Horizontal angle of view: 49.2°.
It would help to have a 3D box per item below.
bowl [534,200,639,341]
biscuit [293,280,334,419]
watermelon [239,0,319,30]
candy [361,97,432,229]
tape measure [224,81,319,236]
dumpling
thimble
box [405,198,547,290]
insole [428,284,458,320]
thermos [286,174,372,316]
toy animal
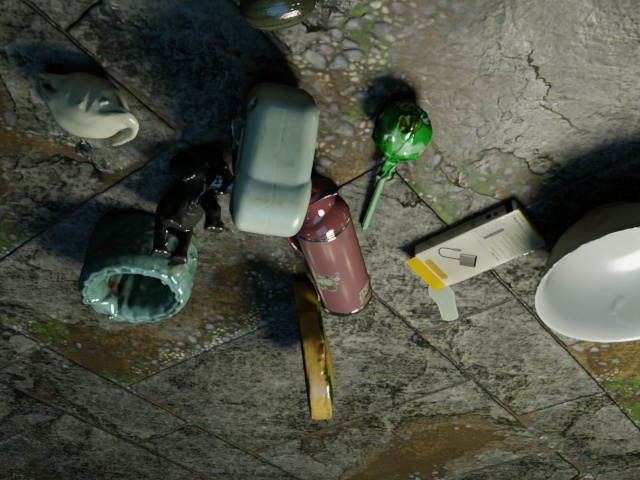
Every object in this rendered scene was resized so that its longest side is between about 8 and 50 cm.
[{"bbox_3d":[0.554,0.032,1.280,0.345,0.157,0.346,1,138,1],"label":"bowl"},{"bbox_3d":[-0.012,0.226,1.456,0.057,0.288,0.344,-7,167,-4],"label":"biscuit"},{"bbox_3d":[-0.056,-0.327,0.954,0.110,0.078,0.078,-11,137,6],"label":"watermelon"},{"bbox_3d":[0.113,-0.113,1.207,0.097,0.097,0.323,8,146,-7],"label":"candy"},{"bbox_3d":[-0.083,-0.118,1.074,0.125,0.243,0.246,6,96,-10],"label":"tape measure"},{"bbox_3d":[-0.360,-0.196,1.102,0.169,0.100,0.134,6,153,-2],"label":"dumpling"},{"bbox_3d":[-0.346,0.053,1.348,0.235,0.143,0.198,-15,136,16],"label":"thimble"},{"bbox_3d":[0.299,0.014,1.363,0.247,0.033,0.129,-26,133,28],"label":"box"},{"bbox_3d":[0.268,0.132,1.519,0.053,0.002,0.153,-11,137,14],"label":"insole"},{"bbox_3d":[0.008,-0.003,1.311,0.109,0.136,0.330,-34,139,-13],"label":"thermos"},{"bbox_3d":[-0.226,-0.069,1.204,0.114,0.146,0.245,33,132,-32],"label":"toy animal"}]
